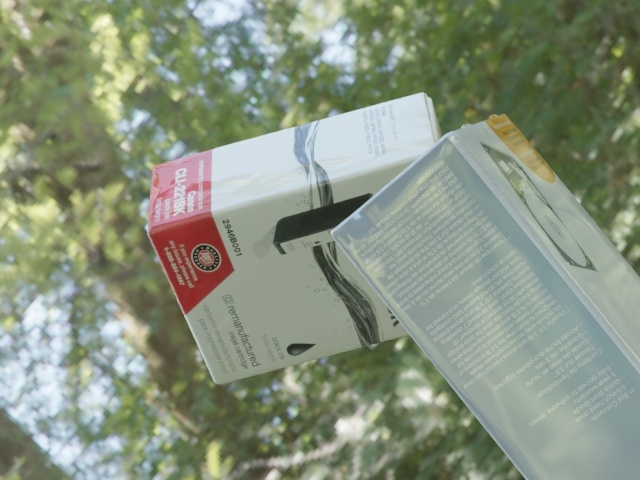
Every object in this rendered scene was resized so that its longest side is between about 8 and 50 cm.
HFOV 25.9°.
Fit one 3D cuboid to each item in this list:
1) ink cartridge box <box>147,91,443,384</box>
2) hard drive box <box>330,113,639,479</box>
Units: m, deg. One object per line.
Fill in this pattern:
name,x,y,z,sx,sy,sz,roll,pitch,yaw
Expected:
ink cartridge box,0.000,0.000,1.304,0.273,0.114,0.197,-16,-55,7
hard drive box,0.130,0.048,0.783,0.089,0.232,0.181,-40,-3,18
